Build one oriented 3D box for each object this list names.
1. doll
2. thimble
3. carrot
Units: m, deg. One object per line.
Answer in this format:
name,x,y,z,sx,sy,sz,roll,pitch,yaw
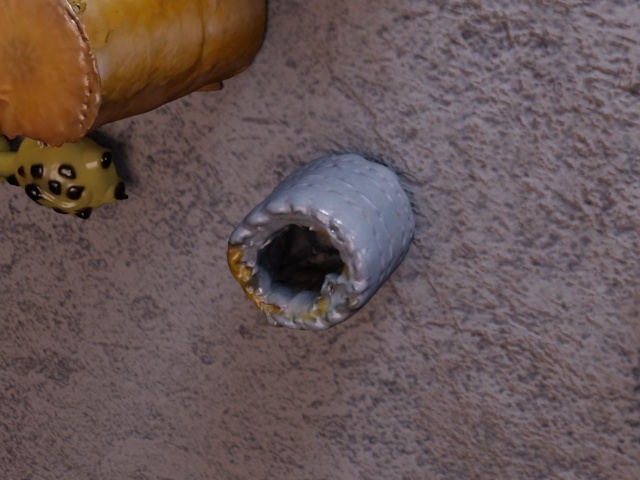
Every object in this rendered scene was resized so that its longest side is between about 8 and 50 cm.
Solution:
doll,-0.330,-0.082,1.297,0.291,0.086,0.117,9,129,26
thimble,0.003,0.001,1.102,0.151,0.118,0.127,-20,105,39
carrot,-0.182,-0.177,1.029,0.196,0.254,0.196,13,121,24
